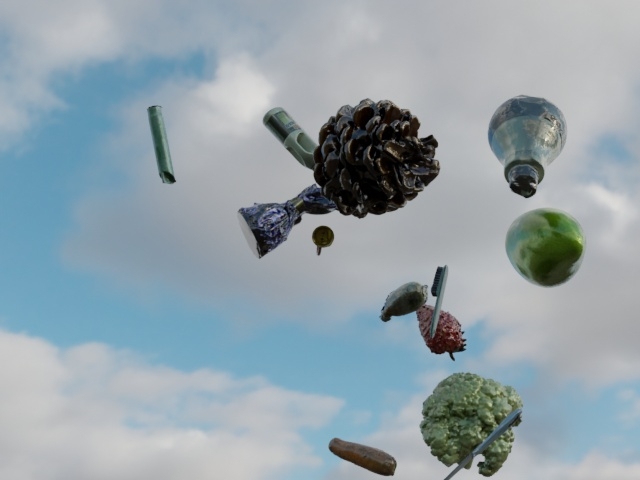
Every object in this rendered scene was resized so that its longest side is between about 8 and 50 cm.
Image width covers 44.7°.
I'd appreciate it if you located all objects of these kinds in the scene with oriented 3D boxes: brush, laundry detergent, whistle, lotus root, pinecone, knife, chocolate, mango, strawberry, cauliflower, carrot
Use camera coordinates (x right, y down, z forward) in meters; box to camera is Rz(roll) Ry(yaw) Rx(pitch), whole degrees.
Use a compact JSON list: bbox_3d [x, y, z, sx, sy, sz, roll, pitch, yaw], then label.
[{"bbox_3d":[0.281,0.146,1.901,0.032,0.193,0.043,7,-25,23],"label":"brush"},{"bbox_3d":[-0.052,-0.247,2.014,0.070,0.225,0.099,-44,-15,11],"label":"laundry detergent"},{"bbox_3d":[0.005,-0.001,1.629,0.046,0.057,0.109,-21,0,-3],"label":"whistle"},{"bbox_3d":[0.232,0.169,2.186,0.165,0.088,0.088,-36,-42,25],"label":"lotus root"},{"bbox_3d":[0.102,-0.158,1.518,0.244,0.243,0.257,11,12,-21],"label":"pinecone"},{"bbox_3d":[0.299,0.439,1.565,0.313,0.019,0.044,-38,-27,-15],"label":"knife"},{"bbox_3d":[-0.043,-0.079,1.903,0.343,0.126,0.148,-28,-13,-26],"label":"chocolate"},{"bbox_3d":[0.536,0.016,1.827,0.156,0.192,0.343,-25,-4,-1],"label":"mango"},{"bbox_3d":[0.375,0.269,2.381,0.141,0.192,0.085,4,-31,-14],"label":"strawberry"},{"bbox_3d":[0.406,0.495,2.040,0.327,0.281,0.260,-25,21,-23],"label":"cauliflower"},{"bbox_3d":[-0.374,-0.224,1.830,0.039,0.186,0.039,-12,-7,-2],"label":"whistle"},{"bbox_3d":[0.101,0.530,1.918,0.186,0.060,0.060,13,-22,27],"label":"carrot"}]

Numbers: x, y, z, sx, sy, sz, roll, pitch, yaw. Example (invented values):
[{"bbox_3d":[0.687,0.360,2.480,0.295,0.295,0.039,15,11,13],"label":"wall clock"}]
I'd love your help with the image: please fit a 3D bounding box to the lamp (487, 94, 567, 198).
[{"bbox_3d":[0.455,-0.219,1.788,0.182,0.314,0.181,18,-50,23],"label":"lamp"}]
